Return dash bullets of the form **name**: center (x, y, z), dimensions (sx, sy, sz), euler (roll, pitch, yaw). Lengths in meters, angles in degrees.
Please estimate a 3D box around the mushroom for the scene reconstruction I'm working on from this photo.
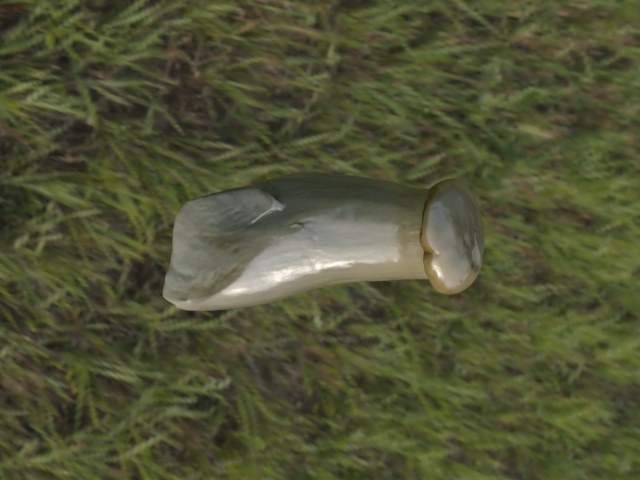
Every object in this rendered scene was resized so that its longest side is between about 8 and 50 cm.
- **mushroom**: center (-0.001, -0.004, 1.006), dimensions (0.108, 0.247, 0.096), euler (-60, 142, -60)
